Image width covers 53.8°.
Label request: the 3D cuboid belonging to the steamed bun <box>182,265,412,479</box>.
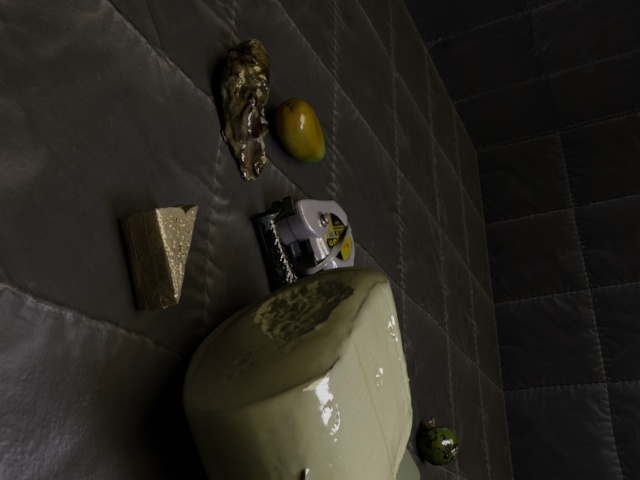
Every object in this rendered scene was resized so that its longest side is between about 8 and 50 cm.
[{"bbox_3d":[-0.030,0.274,1.023,0.456,0.289,0.372,-45,125,-59],"label":"steamed bun"}]

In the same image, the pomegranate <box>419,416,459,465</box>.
[{"bbox_3d":[0.351,0.607,1.919,0.122,0.122,0.161,58,5,-38],"label":"pomegranate"}]

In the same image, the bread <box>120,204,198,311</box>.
[{"bbox_3d":[-0.230,0.022,0.950,0.105,0.077,0.152,-11,91,-65],"label":"bread"}]

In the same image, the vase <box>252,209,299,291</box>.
[{"bbox_3d":[-0.088,0.023,1.280,0.059,0.059,0.167,-38,113,-64],"label":"vase"}]

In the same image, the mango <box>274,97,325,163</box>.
[{"bbox_3d":[-0.043,-0.249,1.466,0.195,0.091,0.130,54,31,-50],"label":"mango"}]

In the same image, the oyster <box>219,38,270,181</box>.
[{"bbox_3d":[-0.135,-0.270,1.288,0.166,0.093,0.295,-28,111,-74],"label":"oyster"}]

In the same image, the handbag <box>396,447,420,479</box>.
[{"bbox_3d":[0.152,0.593,1.534,0.219,0.079,0.256,-58,131,-43],"label":"handbag"}]

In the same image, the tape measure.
[{"bbox_3d":[0.000,0.000,1.407,0.236,0.120,0.197,-8,80,-61],"label":"tape measure"}]
